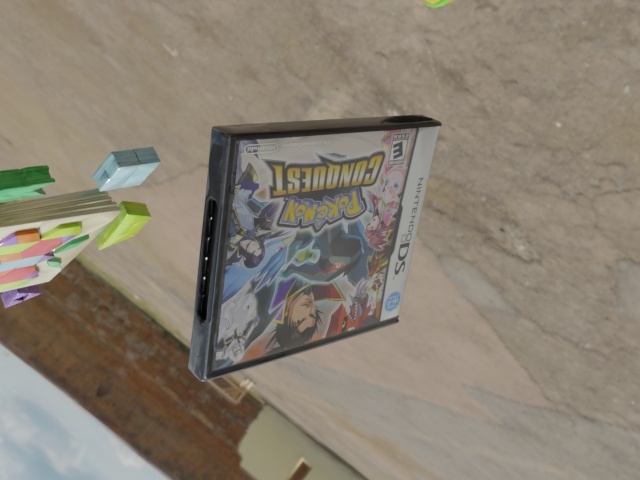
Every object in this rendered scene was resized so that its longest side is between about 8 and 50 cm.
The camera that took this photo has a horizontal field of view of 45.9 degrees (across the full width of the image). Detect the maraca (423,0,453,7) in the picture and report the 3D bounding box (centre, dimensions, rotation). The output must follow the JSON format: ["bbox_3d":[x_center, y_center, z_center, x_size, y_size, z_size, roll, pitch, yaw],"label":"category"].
[{"bbox_3d":[0.207,-0.463,1.200,0.099,0.186,0.127,9,-165,-34],"label":"maraca"}]

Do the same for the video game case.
[{"bbox_3d":[0.000,0.000,0.773,0.035,0.274,0.248,31,121,42],"label":"video game case"}]

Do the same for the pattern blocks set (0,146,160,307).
[{"bbox_3d":[-0.296,0.011,0.738,0.325,0.285,0.026,-41,73,52],"label":"pattern blocks set"}]
